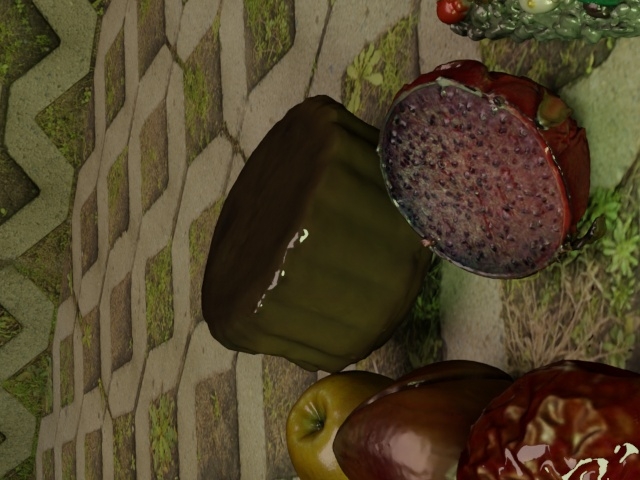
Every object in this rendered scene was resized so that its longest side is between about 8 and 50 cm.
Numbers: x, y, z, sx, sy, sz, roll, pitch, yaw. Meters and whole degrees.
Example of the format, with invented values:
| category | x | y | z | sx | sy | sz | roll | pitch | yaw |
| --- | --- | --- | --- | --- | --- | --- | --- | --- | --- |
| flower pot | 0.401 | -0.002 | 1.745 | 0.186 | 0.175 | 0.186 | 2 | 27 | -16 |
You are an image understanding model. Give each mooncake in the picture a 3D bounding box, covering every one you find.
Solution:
| category | x | y | z | sx | sy | sz | roll | pitch | yaw |
| --- | --- | --- | --- | --- | --- | --- | --- | --- | --- |
| mooncake | -0.001 | -0.001 | 1.134 | 0.324 | 0.187 | 0.324 | -47 | 30 | 38 |

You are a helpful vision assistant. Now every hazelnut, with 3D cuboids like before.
| category | x | y | z | sx | sy | sz | roll | pitch | yaw |
| --- | --- | --- | --- | --- | --- | --- | --- | --- | --- |
| hazelnut | 0.114 | 0.214 | 0.928 | 0.208 | 0.208 | 0.208 | -5 | 85 | 63 |

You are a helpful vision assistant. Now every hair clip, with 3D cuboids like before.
| category | x | y | z | sx | sy | sz | roll | pitch | yaw |
| --- | --- | --- | --- | --- | --- | --- | --- | --- | --- |
| hair clip | 0.195 | -0.263 | 0.926 | 0.321 | 0.091 | 0.138 | -159 | 69 | -63 |

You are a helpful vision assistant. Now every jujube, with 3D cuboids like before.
| category | x | y | z | sx | sy | sz | roll | pitch | yaw |
| --- | --- | --- | --- | --- | --- | --- | --- | --- | --- |
| jujube | 0.208 | 0.213 | 0.744 | 0.213 | 0.213 | 0.232 | 16 | 93 | 62 |

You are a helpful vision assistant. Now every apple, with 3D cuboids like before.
| category | x | y | z | sx | sy | sz | roll | pitch | yaw |
| --- | --- | --- | --- | --- | --- | --- | --- | --- | --- |
| apple | 0.045 | 0.238 | 1.112 | 0.182 | 0.155 | 0.182 | -42 | 26 | 26 |

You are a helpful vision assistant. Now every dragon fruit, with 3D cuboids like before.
| category | x | y | z | sx | sy | sz | roll | pitch | yaw |
| --- | --- | --- | --- | --- | --- | --- | --- | --- | --- |
| dragon fruit | 0.184 | -0.085 | 0.919 | 0.224 | 0.148 | 0.218 | -19 | 103 | 52 |
